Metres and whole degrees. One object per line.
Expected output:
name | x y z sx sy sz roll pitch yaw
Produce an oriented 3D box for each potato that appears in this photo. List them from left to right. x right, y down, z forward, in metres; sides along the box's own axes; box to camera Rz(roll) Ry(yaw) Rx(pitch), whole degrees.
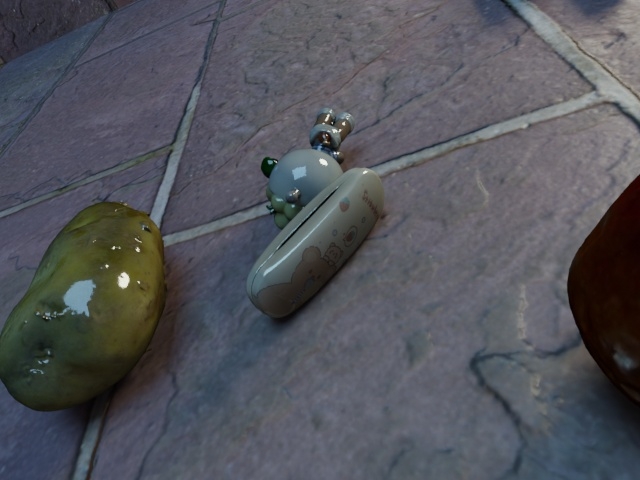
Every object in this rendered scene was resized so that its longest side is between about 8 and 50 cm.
potato | -0.272 0.059 0.562 0.191 0.141 0.296 -36 40 17

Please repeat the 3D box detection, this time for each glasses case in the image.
glasses case | 0.000 0.000 0.515 0.051 0.081 0.204 26 66 41

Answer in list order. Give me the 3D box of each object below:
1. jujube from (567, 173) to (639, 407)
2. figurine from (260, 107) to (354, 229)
jujube | 0.281 0.053 0.255 0.190 0.190 0.255 -39 59 -11
figurine | -0.006 -0.092 0.604 0.147 0.094 0.197 15 46 11
